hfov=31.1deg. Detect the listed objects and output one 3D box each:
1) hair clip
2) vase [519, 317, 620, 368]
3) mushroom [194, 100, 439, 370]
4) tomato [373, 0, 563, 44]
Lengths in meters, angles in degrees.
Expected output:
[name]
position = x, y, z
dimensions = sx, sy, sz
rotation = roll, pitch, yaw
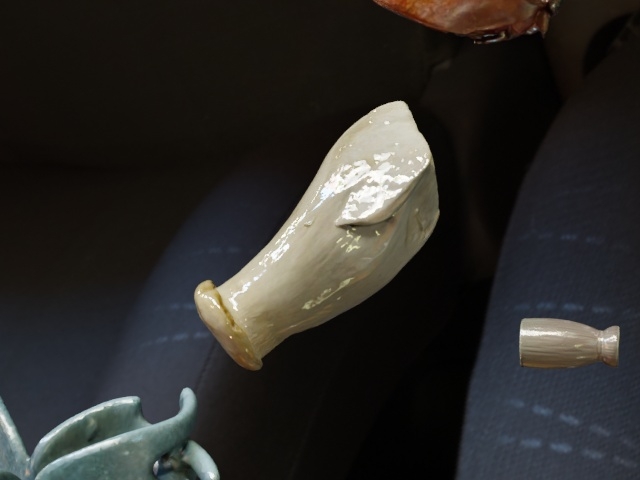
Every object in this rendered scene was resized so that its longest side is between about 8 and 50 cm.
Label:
[hair clip]
position = -0.232, 0.320, 1.177
dimensions = 0.392, 0.238, 0.318
rotation = -145, 54, -71
[vase]
position = 0.259, 0.108, 1.196
dimensions = 0.100, 0.053, 0.053
rotation = 1, 119, 14
[mushroom]
position = 0.009, 0.004, 0.928
dimensions = 0.108, 0.247, 0.096
rotation = 44, -178, -21
[tomato]
position = 0.174, -0.371, 1.257
dimensions = 0.309, 0.309, 0.170
rotation = 33, 142, 17
